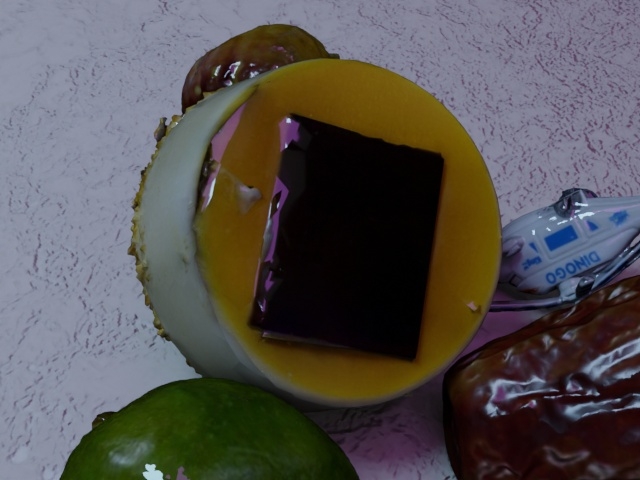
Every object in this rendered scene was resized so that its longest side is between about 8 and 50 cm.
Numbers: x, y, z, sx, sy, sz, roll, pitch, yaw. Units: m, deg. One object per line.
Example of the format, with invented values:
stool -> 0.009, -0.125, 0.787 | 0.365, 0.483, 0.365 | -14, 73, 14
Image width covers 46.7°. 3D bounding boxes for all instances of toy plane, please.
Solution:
toy plane -> 0.256, -0.019, 0.635 | 0.182, 0.273, 0.107 | -10, 70, -44

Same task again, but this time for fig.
fig -> -0.028, -0.155, 0.770 | 0.159, 0.159, 0.257 | 24, 34, 12
fig -> -0.103, 0.188, 0.499 | 0.235, 0.203, 0.203 | 1, 39, 48

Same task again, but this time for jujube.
jujube -> 0.219, 0.115, 0.551 | 0.255, 0.190, 0.190 | -9, 53, 3

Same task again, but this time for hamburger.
hamburger -> 0.000, 0.000, 0.584 | 0.294, 0.179, 0.276 | 10, 78, -21
